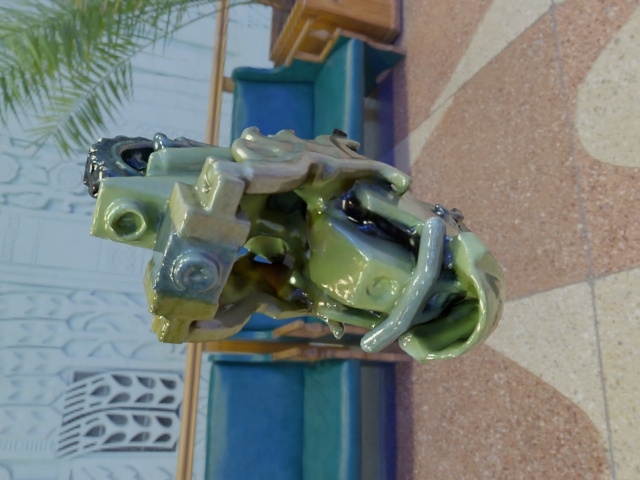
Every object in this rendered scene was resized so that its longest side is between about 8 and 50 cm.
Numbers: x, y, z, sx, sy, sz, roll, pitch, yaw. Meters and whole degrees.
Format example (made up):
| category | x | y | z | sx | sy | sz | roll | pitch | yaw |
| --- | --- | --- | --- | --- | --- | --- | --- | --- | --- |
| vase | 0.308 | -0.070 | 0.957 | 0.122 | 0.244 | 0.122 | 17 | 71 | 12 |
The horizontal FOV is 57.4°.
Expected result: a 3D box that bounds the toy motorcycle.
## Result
| category | x | y | z | sx | sy | sz | roll | pitch | yaw |
| --- | --- | --- | --- | --- | --- | --- | --- | --- | --- |
| toy motorcycle | 0.000 | 0.000 | 0.527 | 0.237 | 0.411 | 0.168 | -117 | 44 | -58 |
